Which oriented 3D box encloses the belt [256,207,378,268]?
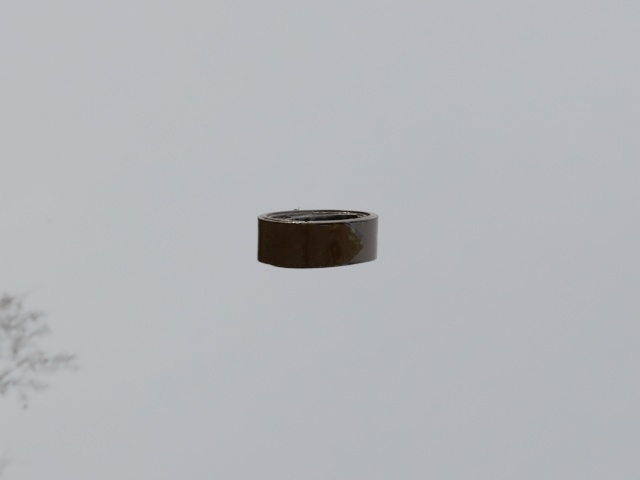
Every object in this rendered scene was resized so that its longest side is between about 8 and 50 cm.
[{"bbox_3d":[0.000,0.000,0.986,0.059,0.083,0.036,17,-72,58],"label":"belt"}]
